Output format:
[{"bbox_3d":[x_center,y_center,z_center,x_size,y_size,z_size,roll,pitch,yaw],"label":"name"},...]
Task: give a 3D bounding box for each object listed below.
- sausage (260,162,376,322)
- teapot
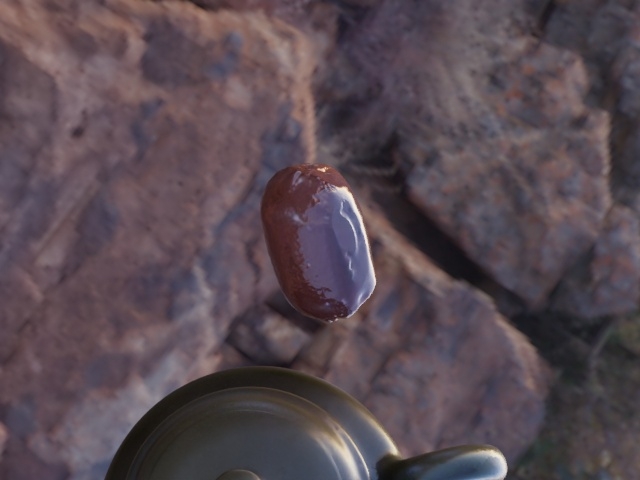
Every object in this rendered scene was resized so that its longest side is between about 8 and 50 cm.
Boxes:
[{"bbox_3d":[0.000,0.000,0.891,0.059,0.054,0.094,-24,105,-40],"label":"sausage"},{"bbox_3d":[-0.024,0.158,0.873,0.268,0.185,0.175,-15,163,-1],"label":"teapot"}]
